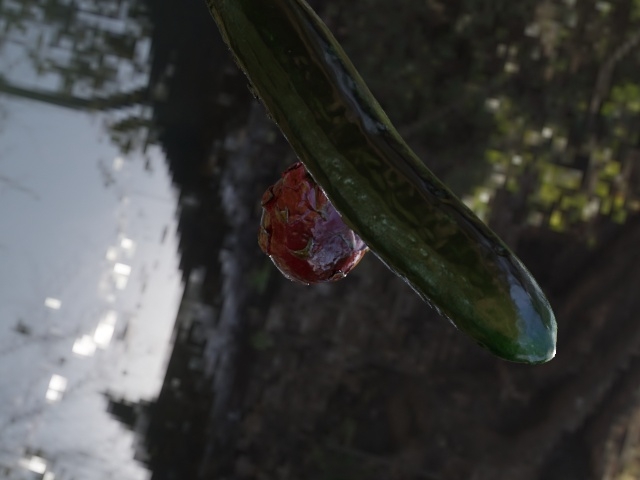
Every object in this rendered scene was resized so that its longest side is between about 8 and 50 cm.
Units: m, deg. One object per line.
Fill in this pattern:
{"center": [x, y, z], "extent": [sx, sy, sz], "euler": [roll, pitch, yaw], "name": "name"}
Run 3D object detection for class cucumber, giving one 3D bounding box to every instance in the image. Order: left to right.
{"center": [0.011, -0.028, 0.563], "extent": [0.036, 0.184, 0.033], "euler": [-24, 150, -24], "name": "cucumber"}

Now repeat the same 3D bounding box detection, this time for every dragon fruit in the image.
{"center": [0.000, 0.000, 1.474], "extent": [0.190, 0.094, 0.094], "euler": [83, 27, -68], "name": "dragon fruit"}
